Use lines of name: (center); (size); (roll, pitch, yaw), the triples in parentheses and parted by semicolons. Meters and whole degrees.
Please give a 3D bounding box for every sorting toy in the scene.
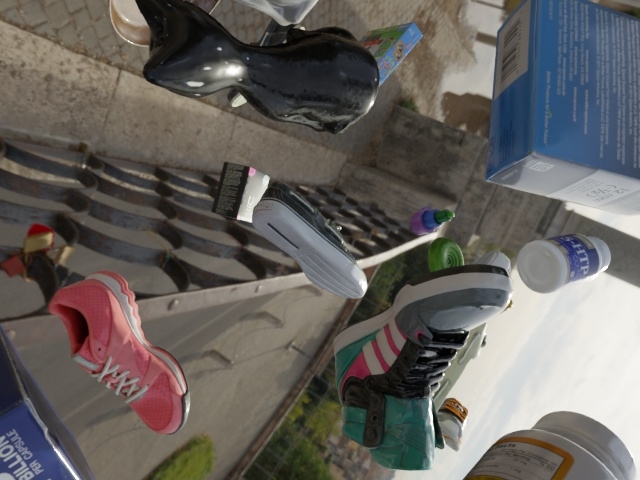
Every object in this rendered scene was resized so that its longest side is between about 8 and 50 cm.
sorting toy: (0.363, 0.065, 1.195); (0.127, 0.126, 0.366); (-46, 110, -36)

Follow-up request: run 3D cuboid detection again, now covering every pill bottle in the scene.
pill bottle: (0.184, 0.256, 0.421); (0.245, 0.136, 0.137); (-21, 137, -40)
pill bottle: (0.521, 0.043, 1.024); (0.186, 0.112, 0.112); (-9, 130, -30)

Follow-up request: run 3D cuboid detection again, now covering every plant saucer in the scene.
plant saucer: (-0.320, -0.549, 1.023); (0.310, 0.050, 0.310); (-39, 175, -4)

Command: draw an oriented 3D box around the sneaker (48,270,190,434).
sneaker: (-0.346, 0.203, 0.809); (0.116, 0.314, 0.136); (-37, 174, 20)

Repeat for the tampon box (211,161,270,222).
tampon box: (-0.245, -0.145, 1.491); (0.120, 0.101, 0.161); (15, 90, -65)

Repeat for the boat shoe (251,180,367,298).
boat shoe: (0.000, 0.000, 1.027); (0.335, 0.121, 0.119); (46, 49, -34)

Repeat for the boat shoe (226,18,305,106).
boat shoe: (-0.136, -0.403, 1.086); (0.233, 0.079, 0.084); (-50, 179, 6)

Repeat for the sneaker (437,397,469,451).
sneaker: (0.242, 0.336, 0.914); (0.083, 0.084, 0.215); (-48, 162, -7)

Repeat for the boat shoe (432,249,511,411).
boat shoe: (0.214, 0.153, 0.779); (0.302, 0.094, 0.109); (-51, 180, -1)

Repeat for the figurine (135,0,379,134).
figurine: (-0.070, -0.201, 0.403); (0.209, 0.215, 0.092); (-6, 161, -46)

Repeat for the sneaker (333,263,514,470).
sneaker: (0.106, 0.157, 0.540); (0.295, 0.123, 0.179); (-48, -142, 50)

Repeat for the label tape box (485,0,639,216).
label tape box: (0.417, -0.171, 0.672); (0.115, 0.347, 0.249); (138, -37, -71)

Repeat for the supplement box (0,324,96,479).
supplement box: (-0.364, 0.238, 0.339); (0.356, 0.195, 0.194); (-31, 123, -30)

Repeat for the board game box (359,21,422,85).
board game box: (0.081, -0.336, 0.959); (0.039, 0.160, 0.212); (43, 83, -31)
